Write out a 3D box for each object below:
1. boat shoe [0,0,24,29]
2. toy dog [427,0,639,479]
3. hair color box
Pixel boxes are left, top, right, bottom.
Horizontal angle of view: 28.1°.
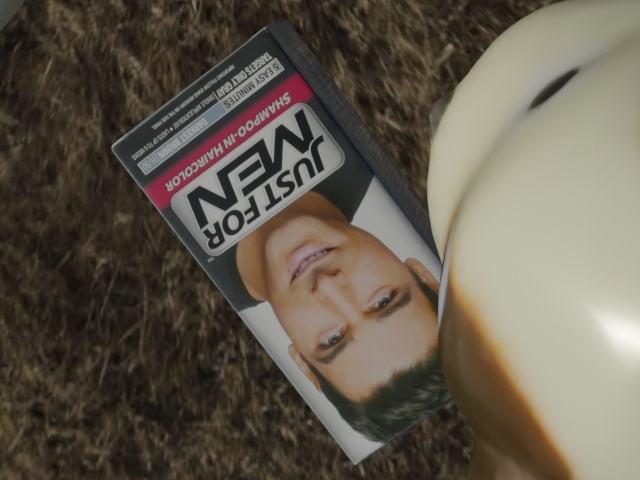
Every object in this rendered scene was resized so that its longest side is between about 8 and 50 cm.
[{"bbox_3d":[-0.204,-0.235,0.811,0.091,0.109,0.305,31,143,-9],"label":"boat shoe"},{"bbox_3d":[0.218,0.014,0.529,0.408,0.395,0.284,0,139,-35],"label":"toy dog"},{"bbox_3d":[0.000,0.000,1.198,0.185,0.113,0.374,-36,97,14],"label":"hair color box"}]
